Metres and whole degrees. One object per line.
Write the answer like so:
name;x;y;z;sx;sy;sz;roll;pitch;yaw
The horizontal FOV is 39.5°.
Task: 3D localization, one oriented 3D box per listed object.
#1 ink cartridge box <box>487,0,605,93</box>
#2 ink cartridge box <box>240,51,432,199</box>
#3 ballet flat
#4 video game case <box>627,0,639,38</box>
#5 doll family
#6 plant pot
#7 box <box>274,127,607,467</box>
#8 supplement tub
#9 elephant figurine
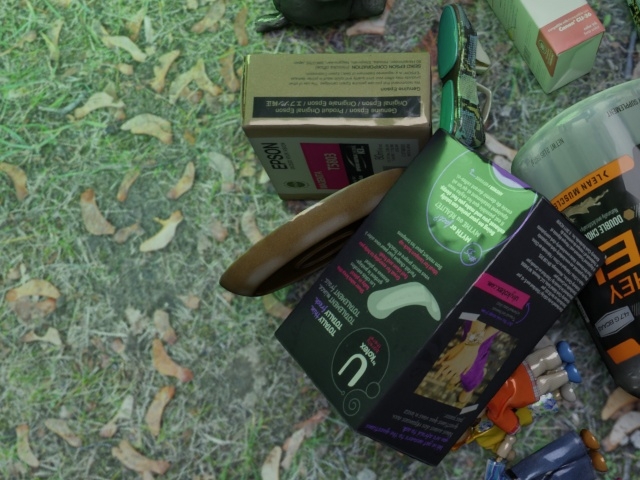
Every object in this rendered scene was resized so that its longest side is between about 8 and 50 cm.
ink cartridge box;0.254;-0.290;1.068;0.067;0.115;0.198;-28;74;1
ink cartridge box;0.029;-0.119;0.993;0.193;0.235;0.088;0;74;8
ballet flat;0.178;-0.198;1.091;0.070;0.070;0.188;1;78;8
video game case;0.520;-0.259;1.053;0.269;0.061;0.244;-12;73;5
doll family;0.213;0.233;0.957;0.163;0.118;0.263;-24;92;-5
plant pot;0.000;0.000;0.967;0.236;0.236;0.032;-31;80;-1
box;0.114;0.056;0.876;0.270;0.143;0.165;-51;43;5
supplement tub;0.358;0.018;0.928;0.207;0.207;0.338;-24;74;1
elephant figurine;0.002;-0.369;1.058;0.169;0.239;0.186;12;78;10
